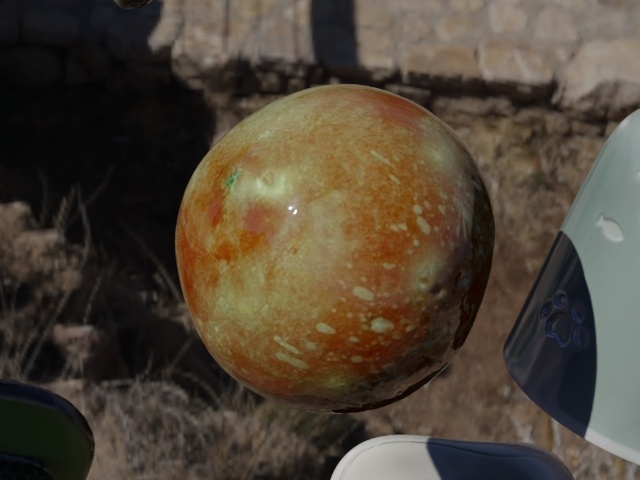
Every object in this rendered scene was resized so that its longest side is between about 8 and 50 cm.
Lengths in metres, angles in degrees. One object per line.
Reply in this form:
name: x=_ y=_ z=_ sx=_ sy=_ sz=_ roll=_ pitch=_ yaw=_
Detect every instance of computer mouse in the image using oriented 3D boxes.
computer mouse: x=0.154 y=0.294 z=1.438 sx=0.297 sy=0.121 sz=0.184 roll=10 pitch=74 yaw=-24

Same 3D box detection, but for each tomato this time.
tomato: x=0.000 y=0.000 z=1.128 sx=0.270 sy=0.223 sz=0.270 roll=-16 pitch=62 yaw=32

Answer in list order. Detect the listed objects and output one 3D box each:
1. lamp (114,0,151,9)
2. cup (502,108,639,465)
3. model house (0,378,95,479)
lamp: x=-0.067 y=-0.226 z=0.680 sx=0.101 sy=0.250 sz=0.101 roll=17 pitch=27 yaw=-9
cup: x=0.377 y=0.057 z=1.254 sx=0.357 sy=0.274 sz=0.259 roll=29 pitch=23 yaw=21
model house: x=-0.215 y=0.217 z=0.615 sx=0.205 sy=0.218 sz=0.278 roll=10 pitch=38 yaw=-16
